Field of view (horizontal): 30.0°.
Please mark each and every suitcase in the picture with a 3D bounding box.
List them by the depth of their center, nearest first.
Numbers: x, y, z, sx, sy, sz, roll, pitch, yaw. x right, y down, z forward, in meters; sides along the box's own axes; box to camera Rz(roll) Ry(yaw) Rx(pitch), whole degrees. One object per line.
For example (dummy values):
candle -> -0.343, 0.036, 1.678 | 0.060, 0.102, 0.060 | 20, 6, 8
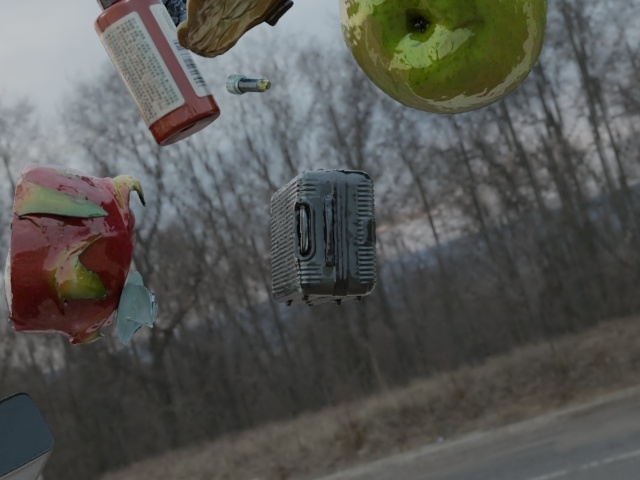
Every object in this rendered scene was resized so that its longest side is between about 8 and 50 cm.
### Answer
suitcase -> 0.000, 0.000, 1.864 | 0.128, 0.202, 0.312 | -1, -6, -11

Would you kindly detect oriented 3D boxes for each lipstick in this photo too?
lipstick -> -0.120, -0.271, 2.079 | 0.037, 0.037, 0.116 | -16, 17, -36

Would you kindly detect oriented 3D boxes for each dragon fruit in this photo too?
dragon fruit -> -0.374, 0.025, 1.835 | 0.189, 0.290, 0.290 | 7, -4, -6

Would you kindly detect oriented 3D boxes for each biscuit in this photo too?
biscuit -> -0.060, -0.295, 1.264 | 0.260, 0.041, 0.203 | -47, -14, -17

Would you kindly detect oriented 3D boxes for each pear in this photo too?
pear -> 0.207, -0.394, 2.027 | 0.391, 0.391, 0.391 | -17, -1, 0

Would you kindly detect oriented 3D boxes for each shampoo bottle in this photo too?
shampoo bottle -> -0.249, -0.277, 1.689 | 0.104, 0.278, 0.104 | -28, -1, -1

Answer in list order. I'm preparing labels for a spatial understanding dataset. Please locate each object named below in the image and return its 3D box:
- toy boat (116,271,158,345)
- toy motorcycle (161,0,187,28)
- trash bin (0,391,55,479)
toy boat -> -0.270, 0.093, 1.746 | 0.034, 0.105, 0.149 | 9, -23, -22
toy motorcycle -> -0.244, -0.411, 2.207 | 0.254, 0.092, 0.135 | -30, -32, -63
trash bin -> -0.468, 0.311, 1.638 | 0.165, 0.115, 0.225 | -24, -13, -35
